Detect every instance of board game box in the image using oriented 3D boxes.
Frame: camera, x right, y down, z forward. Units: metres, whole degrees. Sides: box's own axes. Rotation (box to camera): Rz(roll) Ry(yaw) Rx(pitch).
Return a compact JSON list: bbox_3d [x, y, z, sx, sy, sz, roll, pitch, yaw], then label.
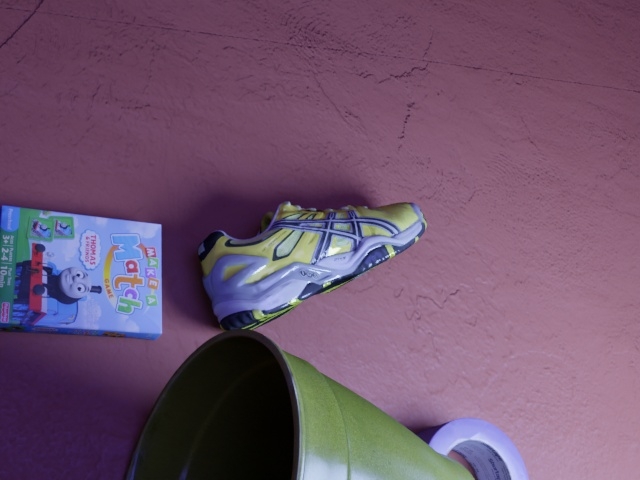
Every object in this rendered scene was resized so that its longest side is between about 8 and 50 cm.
[{"bbox_3d":[-0.315,0.044,1.128,0.211,0.039,0.160,7,65,-27],"label":"board game box"}]

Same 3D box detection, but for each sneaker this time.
[{"bbox_3d":[0.000,0.000,1.258,0.385,0.145,0.147,-22,81,-36],"label":"sneaker"}]

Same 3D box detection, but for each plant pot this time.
[{"bbox_3d":[0.002,0.332,1.013,0.353,0.366,0.366,25,58,-31],"label":"plant pot"}]

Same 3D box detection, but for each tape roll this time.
[{"bbox_3d":[0.206,0.358,1.250,0.189,0.080,0.189,11,65,-25],"label":"tape roll"}]
